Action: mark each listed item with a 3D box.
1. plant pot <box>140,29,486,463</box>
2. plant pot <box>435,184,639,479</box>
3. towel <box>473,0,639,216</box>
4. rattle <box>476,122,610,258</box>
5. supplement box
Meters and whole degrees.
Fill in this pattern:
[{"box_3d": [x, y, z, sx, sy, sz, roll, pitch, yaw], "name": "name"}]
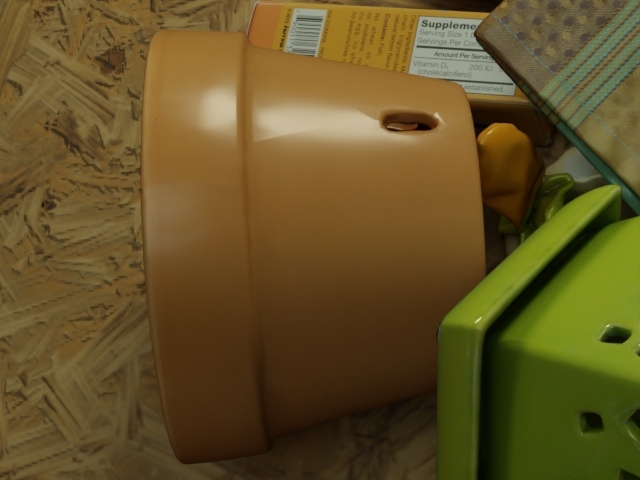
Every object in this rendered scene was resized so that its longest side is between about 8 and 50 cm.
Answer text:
[{"box_3d": [0.000, 0.000, 0.932, 0.204, 0.291, 0.290, -3, 74, 1], "name": "plant pot"}, {"box_3d": [0.195, 0.104, 0.819, 0.207, 0.227, 0.228, 16, 125, 30], "name": "plant pot"}, {"box_3d": [0.320, -0.094, 0.907, 0.271, 0.040, 0.370, -44, 84, 3], "name": "towel"}, {"box_3d": [0.204, 0.006, 0.925, 0.130, 0.142, 0.199, -32, 60, -12], "name": "rattle"}, {"box_3d": [0.060, -0.126, 1.039, 0.233, 0.078, 0.080, 9, 75, 20], "name": "supplement box"}]
